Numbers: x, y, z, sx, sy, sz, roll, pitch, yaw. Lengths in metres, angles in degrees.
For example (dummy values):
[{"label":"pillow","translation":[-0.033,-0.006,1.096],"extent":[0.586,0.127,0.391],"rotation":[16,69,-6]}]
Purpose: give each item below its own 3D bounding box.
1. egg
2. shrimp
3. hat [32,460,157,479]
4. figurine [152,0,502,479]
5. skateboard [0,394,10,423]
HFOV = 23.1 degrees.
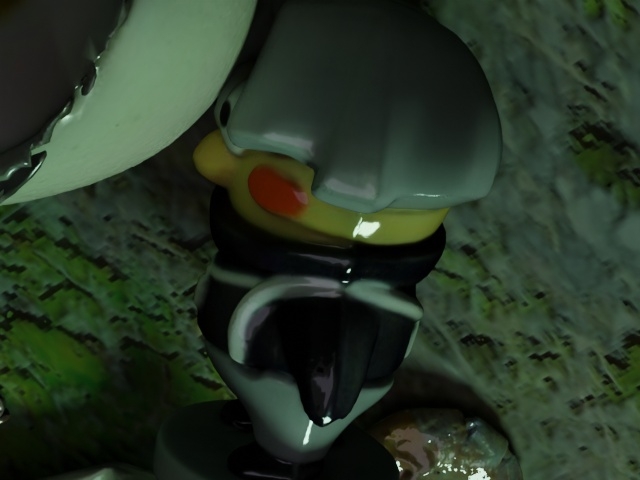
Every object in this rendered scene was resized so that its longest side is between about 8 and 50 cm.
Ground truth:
[{"label":"egg","translation":[-0.138,-0.149,0.654],"extent":[0.264,0.174,0.286],"rotation":[-35,78,24]},{"label":"shrimp","translation":[0.072,0.174,0.869],"extent":[0.101,0.042,0.190],"rotation":[-16,114,3]},{"label":"hat","translation":[-0.111,0.243,0.890],"extent":[0.214,0.149,0.245],"rotation":[-51,141,-8]},{"label":"figurine","translation":[0.000,0.000,0.721],"extent":[0.133,0.176,0.236],"rotation":[7,108,-14]},{"label":"skateboard","translation":[-0.204,0.107,0.826],"extent":[0.064,0.083,0.032],"rotation":[-11,116,10]}]
